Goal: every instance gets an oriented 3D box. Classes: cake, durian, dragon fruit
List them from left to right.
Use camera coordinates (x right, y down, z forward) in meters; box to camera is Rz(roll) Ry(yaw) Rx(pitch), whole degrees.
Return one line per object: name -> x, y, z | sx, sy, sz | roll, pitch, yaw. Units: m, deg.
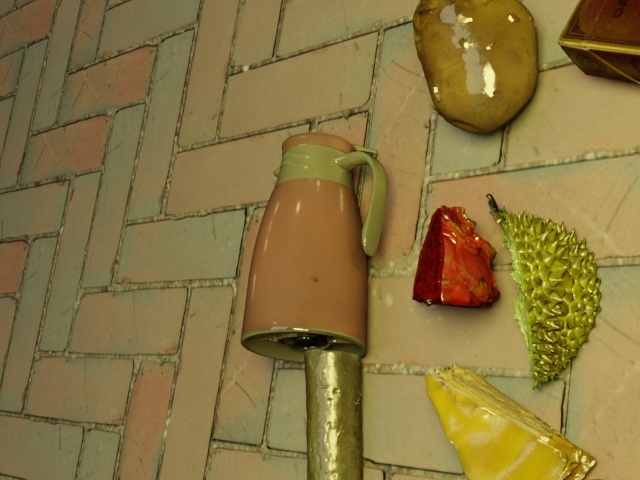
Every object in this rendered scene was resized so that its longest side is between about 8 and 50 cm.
dragon fruit -> 0.147, 0.019, 1.051 | 0.162, 0.083, 0.106 | 94, -178, -86
cake -> 0.178, 0.176, 0.981 | 0.116, 0.080, 0.185 | -43, 43, 33
durian -> 0.210, 0.033, 1.003 | 0.100, 0.086, 0.215 | -40, 49, 50

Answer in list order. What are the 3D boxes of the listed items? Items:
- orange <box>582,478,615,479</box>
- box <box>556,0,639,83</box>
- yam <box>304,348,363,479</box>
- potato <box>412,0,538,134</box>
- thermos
orange -> 0.203, 0.314, 0.756 | 0.274, 0.274, 0.274 | -21, 61, 43
box -> 0.354, -0.216, 0.919 | 0.240, 0.071, 0.159 | 24, 84, 50
yam -> 0.016, 0.210, 1.159 | 0.068, 0.068, 0.169 | -15, 72, 45
potato -> 0.170, -0.202, 1.103 | 0.137, 0.137, 0.176 | -17, 85, 44
thermos -> 0.000, 0.000, 1.204 | 0.176, 0.146, 0.265 | -10, 66, 37
